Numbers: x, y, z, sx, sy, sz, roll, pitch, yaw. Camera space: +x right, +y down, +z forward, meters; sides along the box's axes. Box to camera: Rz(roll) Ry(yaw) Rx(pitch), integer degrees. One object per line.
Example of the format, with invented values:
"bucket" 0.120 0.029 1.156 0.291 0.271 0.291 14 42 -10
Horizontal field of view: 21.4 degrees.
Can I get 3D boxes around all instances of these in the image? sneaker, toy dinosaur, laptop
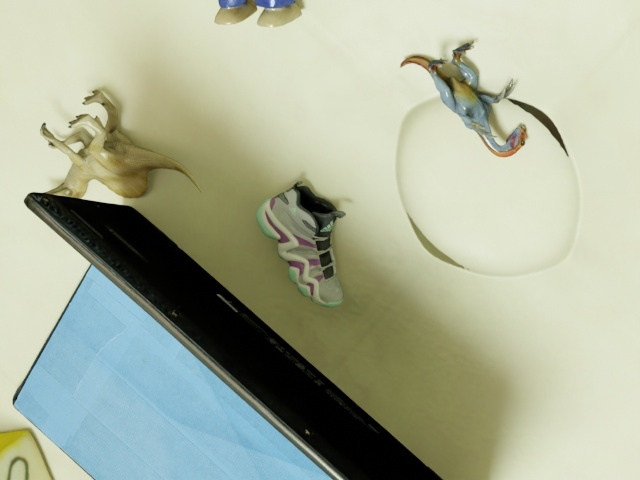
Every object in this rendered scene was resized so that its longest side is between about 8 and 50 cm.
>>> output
"sneaker" 0.000 0.000 1.290 0.069 0.038 0.098 -35 94 39
"toy dinosaur" 0.109 -0.096 1.189 0.090 0.047 0.082 21 141 61
"laptop" -0.097 0.179 1.325 0.382 0.408 0.236 40 94 7
"toy dinosaur" -0.164 -0.070 1.359 0.183 0.053 0.093 -8 125 42

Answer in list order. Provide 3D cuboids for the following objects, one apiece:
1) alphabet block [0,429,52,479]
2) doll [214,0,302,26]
"alphabet block" -0.349 0.309 1.567 0.193 0.192 0.197 -11 107 33
"doll" -0.062 -0.247 1.198 0.129 0.046 0.189 8 118 27
